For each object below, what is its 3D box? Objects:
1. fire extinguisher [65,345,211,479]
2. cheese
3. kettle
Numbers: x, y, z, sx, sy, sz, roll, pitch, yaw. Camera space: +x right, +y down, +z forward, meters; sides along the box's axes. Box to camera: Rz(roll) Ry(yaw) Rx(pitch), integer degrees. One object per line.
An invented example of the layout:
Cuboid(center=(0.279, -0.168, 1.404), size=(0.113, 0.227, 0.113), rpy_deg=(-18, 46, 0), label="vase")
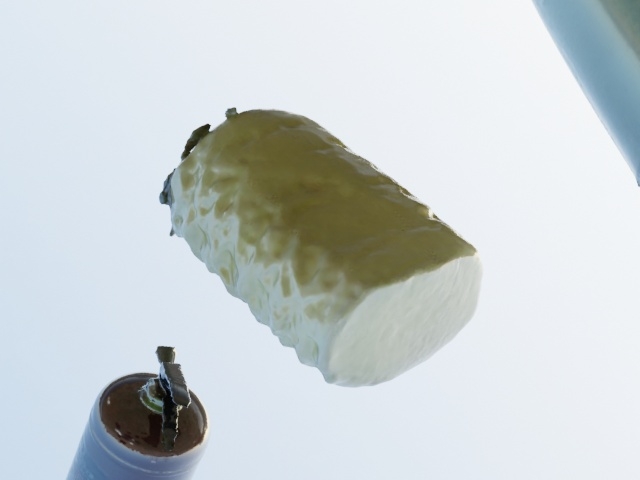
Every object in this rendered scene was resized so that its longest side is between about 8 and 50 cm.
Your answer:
Cuboid(center=(-0.182, 0.233, 1.273), size=(0.114, 0.337, 0.135), rpy_deg=(11, -146, -19), label="fire extinguisher")
Cuboid(center=(0.000, 0.000, 0.759), size=(0.123, 0.093, 0.167), rpy_deg=(-10, -142, -39), label="cheese")
Cuboid(center=(0.249, -0.171, 1.018), size=(0.165, 0.240, 0.255), rpy_deg=(-28, -113, -2), label="kettle")
